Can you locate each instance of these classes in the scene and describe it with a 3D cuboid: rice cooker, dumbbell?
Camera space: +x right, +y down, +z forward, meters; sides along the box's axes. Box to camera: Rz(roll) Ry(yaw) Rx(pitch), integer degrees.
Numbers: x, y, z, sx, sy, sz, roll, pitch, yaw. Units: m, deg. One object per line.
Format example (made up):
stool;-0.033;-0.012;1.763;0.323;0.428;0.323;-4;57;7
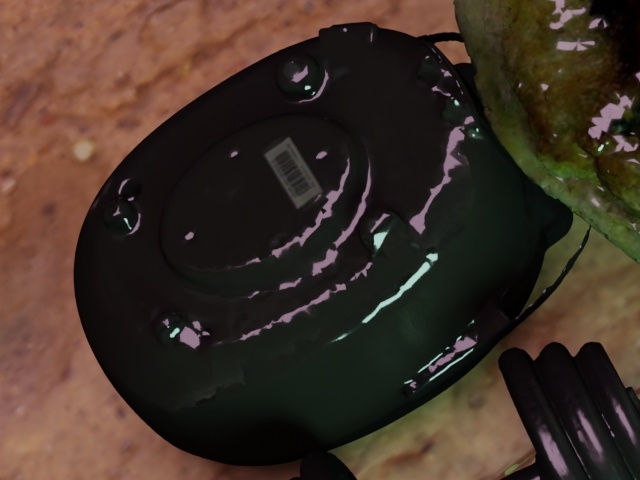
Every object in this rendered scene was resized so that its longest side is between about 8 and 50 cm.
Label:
rice cooker;0.001;0.000;0.696;0.203;0.118;0.142;-34;62;5
dumbbell;0.055;0.100;0.649;0.208;0.099;0.099;-28;63;6

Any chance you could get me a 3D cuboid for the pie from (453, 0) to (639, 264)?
pie;0.187;-0.113;0.599;0.323;0.070;0.323;-7;69;19
